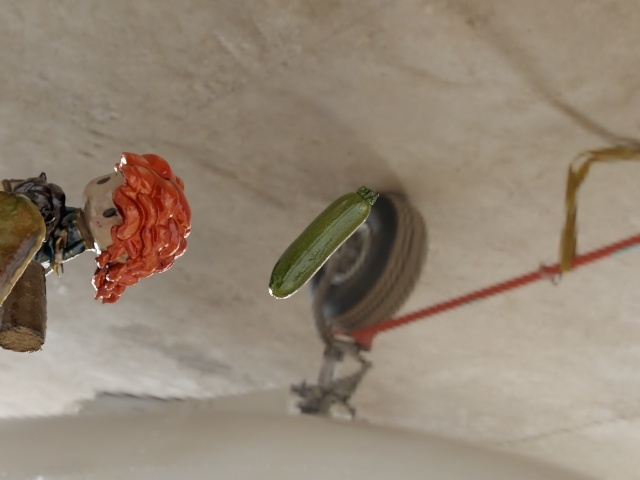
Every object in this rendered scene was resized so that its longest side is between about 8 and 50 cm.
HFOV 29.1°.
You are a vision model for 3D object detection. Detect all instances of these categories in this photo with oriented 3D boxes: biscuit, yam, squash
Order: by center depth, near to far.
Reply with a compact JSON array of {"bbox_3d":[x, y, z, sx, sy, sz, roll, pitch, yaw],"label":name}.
[{"bbox_3d":[-0.450,0.043,1.586,0.118,0.247,0.029,25,160,17],"label":"biscuit"},{"bbox_3d":[-0.450,0.098,1.853,0.079,0.141,0.079,-5,141,-4],"label":"yam"},{"bbox_3d":[0.000,0.000,2.056,0.069,0.258,0.069,39,161,16],"label":"squash"}]

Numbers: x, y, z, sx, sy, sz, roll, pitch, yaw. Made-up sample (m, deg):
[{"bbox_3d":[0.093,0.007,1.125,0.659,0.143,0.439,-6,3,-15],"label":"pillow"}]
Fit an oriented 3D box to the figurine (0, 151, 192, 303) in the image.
[{"bbox_3d":[-0.448,-0.025,2.270,0.412,0.241,0.306,0,130,-18],"label":"figurine"}]
